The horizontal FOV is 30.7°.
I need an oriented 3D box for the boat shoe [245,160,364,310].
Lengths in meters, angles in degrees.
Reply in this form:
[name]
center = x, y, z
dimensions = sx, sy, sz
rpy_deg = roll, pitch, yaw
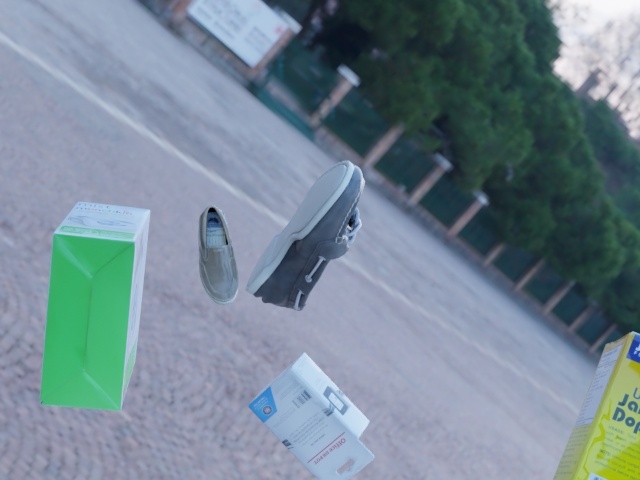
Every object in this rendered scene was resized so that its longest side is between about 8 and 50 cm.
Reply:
[boat shoe]
center = 0.000, 0.000, 1.629
dimensions = 0.095, 0.335, 0.112
rpy_deg = 28, 53, -11

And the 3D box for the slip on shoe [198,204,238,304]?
[slip on shoe]
center = -0.137, 0.018, 1.558
dimensions = 0.041, 0.051, 0.135
rpy_deg = 110, -24, -71

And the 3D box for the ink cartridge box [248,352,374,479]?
[ink cartridge box]
center = -0.005, 0.270, 1.724
dimensions = 0.180, 0.104, 0.060
rpy_deg = 47, 26, 0

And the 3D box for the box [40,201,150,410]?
[box]
center = -0.341, 0.093, 1.768
dimensions = 0.126, 0.262, 0.231
rpy_deg = 6, 12, -4

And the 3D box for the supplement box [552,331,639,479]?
[supplement box]
center = 0.573, 0.375, 2.142
dimensions = 0.195, 0.357, 0.194
rpy_deg = 23, -9, 5
